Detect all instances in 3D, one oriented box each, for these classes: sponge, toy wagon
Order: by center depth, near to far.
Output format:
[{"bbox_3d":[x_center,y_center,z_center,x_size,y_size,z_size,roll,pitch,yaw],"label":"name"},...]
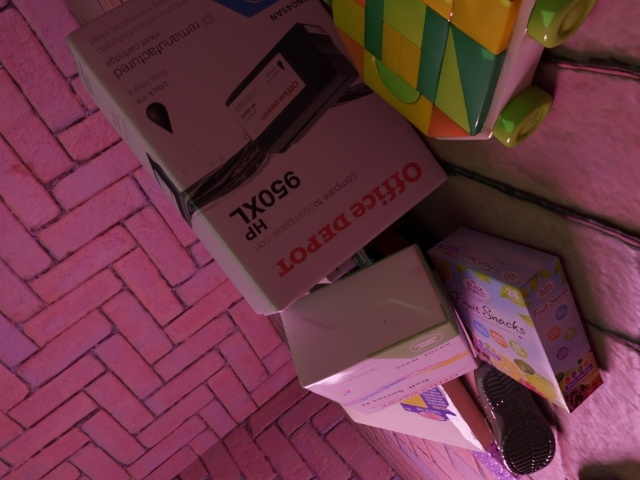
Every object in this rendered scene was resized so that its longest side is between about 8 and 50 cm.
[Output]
[{"bbox_3d":[0.089,-0.231,0.464,0.267,0.068,0.344,46,164,23],"label":"toy wagon"},{"bbox_3d":[0.370,0.474,1.337,0.210,0.031,0.117,44,163,32],"label":"sponge"}]

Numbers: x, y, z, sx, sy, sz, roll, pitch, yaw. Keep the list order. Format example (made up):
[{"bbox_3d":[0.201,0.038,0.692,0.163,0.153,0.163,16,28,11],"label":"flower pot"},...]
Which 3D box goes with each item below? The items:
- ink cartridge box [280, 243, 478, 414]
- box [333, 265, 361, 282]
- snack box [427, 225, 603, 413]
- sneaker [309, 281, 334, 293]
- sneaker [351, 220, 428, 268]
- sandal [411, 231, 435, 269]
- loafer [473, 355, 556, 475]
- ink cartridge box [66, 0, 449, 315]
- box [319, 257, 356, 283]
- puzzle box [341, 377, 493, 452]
[{"bbox_3d":[0.110,0.158,0.863,0.353,0.207,0.119,46,-160,-59],"label":"ink cartridge box"},{"bbox_3d":[0.089,0.158,1.117,0.044,0.159,0.233,-3,115,30],"label":"box"},{"bbox_3d":[0.247,0.096,0.745,0.207,0.070,0.174,61,165,-24],"label":"snack box"},{"bbox_3d":[0.059,0.169,1.492,0.226,0.086,0.163,43,174,3],"label":"sneaker"},{"bbox_3d":[0.059,-0.018,0.925,0.261,0.104,0.125,58,161,20],"label":"sneaker"},{"bbox_3d":[0.144,0.064,1.018,0.097,0.054,0.254,47,164,23],"label":"sandal"},{"bbox_3d":[0.319,0.282,0.965,0.087,0.094,0.251,-96,-15,-69],"label":"loafer"},{"bbox_3d":[-0.075,-0.140,0.750,0.395,0.285,0.166,53,165,-3],"label":"ink cartridge box"},{"bbox_3d":[0.000,0.000,1.139,0.121,0.148,0.311,55,164,-4],"label":"box"},{"bbox_3d":[0.164,0.347,1.332,0.409,0.052,0.272,-6,126,48],"label":"puzzle box"}]
